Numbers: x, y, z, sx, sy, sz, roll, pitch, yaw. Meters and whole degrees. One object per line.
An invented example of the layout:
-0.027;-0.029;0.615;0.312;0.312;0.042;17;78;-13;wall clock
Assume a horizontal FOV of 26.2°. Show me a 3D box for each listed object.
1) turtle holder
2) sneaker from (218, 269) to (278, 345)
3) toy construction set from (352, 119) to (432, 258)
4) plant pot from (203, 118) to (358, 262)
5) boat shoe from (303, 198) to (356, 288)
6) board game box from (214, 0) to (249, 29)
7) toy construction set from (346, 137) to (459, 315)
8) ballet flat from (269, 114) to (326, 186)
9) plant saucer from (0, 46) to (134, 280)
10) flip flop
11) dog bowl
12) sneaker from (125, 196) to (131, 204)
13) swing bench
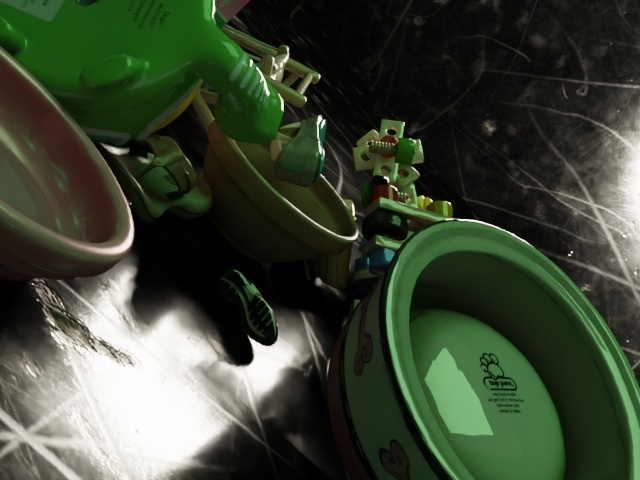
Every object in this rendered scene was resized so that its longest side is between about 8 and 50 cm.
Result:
-0.205;-0.216;1.445;0.227;0.320;0.243;95;-10;-67;turtle holder
-0.073;0.077;1.552;0.044;0.040;0.109;35;18;-52;sneaker
0.128;-0.029;2.113;0.151;0.215;0.327;19;-25;22;toy construction set
-0.073;-0.049;1.764;0.237;0.110;0.237;41;15;-13;plant pot
0.000;0.000;1.947;0.089;0.104;0.285;9;10;-1;boat shoe
-0.190;-0.314;1.726;0.064;0.316;0.242;40;15;-34;board game box
0.160;0.060;1.794;0.237;0.257;0.309;8;36;-1;toy construction set
-0.028;-0.121;1.745;0.068;0.072;0.213;12;16;-2;ballet flat
-0.305;-0.084;1.171;0.332;0.084;0.332;45;13;-14;plant saucer
-0.180;-0.079;1.578;0.112;0.080;0.277;50;13;13;flip flop
0.179;0.188;1.508;0.408;0.150;0.408;25;46;-29;dog bowl
-0.226;-0.036;1.379;0.067;0.042;0.118;41;11;-13;sneaker
-0.152;-0.262;2.048;0.254;0.165;0.253;45;13;-8;swing bench
